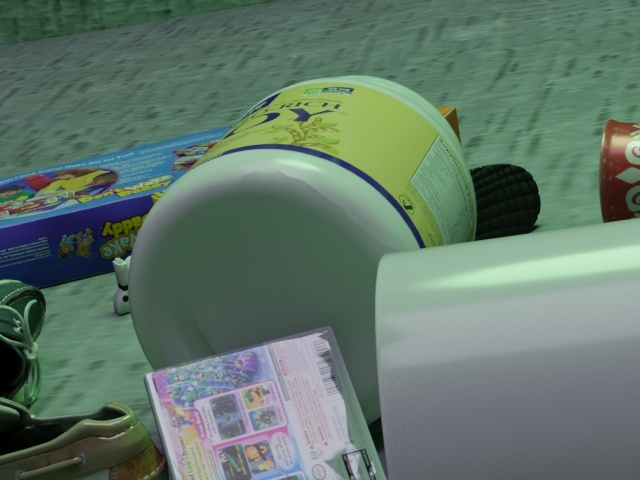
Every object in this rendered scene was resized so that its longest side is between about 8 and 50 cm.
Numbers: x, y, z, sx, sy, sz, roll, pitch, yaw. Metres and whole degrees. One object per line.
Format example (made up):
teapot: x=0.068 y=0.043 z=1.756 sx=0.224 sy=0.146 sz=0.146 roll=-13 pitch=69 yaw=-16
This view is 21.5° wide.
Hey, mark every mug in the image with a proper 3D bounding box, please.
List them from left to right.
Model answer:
mug: x=0.366 y=-0.068 z=1.627 sx=0.169 sy=0.113 sz=0.150 roll=0 pitch=22 yaw=21

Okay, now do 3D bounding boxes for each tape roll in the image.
tape roll: x=0.133 y=0.116 z=0.959 sx=0.169 sy=0.246 sz=0.246 roll=-9 pitch=17 yaw=8

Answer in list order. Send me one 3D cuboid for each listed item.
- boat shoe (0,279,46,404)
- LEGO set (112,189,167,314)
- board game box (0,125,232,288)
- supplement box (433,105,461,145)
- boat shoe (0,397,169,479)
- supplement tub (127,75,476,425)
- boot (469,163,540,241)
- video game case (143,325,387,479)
boat shoe: x=-0.293 y=0.107 z=1.485 sx=0.079 sy=0.095 sz=0.254 roll=-6 pitch=19 yaw=20
LEGO set: x=-0.126 y=-0.008 z=1.750 sx=0.227 sy=0.093 sz=0.087 roll=-18 pitch=19 yaw=-21
board game box: x=-0.243 y=-0.036 z=1.932 sx=0.347 sy=0.078 sz=0.233 roll=-13 pitch=18 yaw=-9
supplement box: x=0.046 y=-0.108 z=1.990 sx=0.233 sy=0.078 sz=0.080 roll=-3 pitch=19 yaw=22
boat shoe: x=-0.246 y=0.168 z=1.251 sx=0.302 sy=0.103 sz=0.113 roll=-3 pitch=19 yaw=22
supplement tub: x=0.000 y=0.000 z=1.405 sx=0.241 sy=0.241 sz=0.331 roll=-6 pitch=18 yaw=16
boot: x=0.087 y=-0.025 z=1.711 sx=0.246 sy=0.083 sz=0.161 roll=-18 pitch=13 yaw=-27
video game case: x=-0.037 y=0.144 z=1.189 sx=0.143 sy=0.019 sz=0.157 roll=-14 pitch=58 yaw=-10
